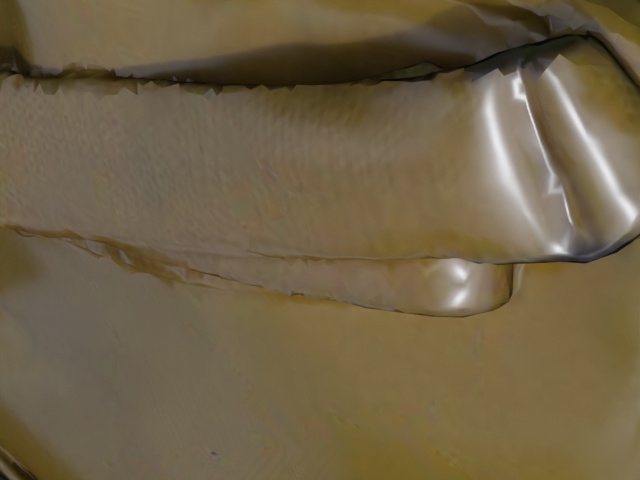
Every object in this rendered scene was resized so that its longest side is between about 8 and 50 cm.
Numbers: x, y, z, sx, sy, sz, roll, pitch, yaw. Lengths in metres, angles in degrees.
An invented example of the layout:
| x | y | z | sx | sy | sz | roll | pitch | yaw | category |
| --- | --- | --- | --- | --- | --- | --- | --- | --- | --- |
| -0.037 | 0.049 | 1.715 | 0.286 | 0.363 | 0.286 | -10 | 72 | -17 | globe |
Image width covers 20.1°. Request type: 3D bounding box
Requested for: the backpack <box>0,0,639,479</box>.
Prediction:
| x | y | z | sx | sy | sz | roll | pitch | yaw | category |
| --- | --- | --- | --- | --- | --- | --- | --- | --- | --- |
| -0.003 | 0.001 | 0.497 | 0.378 | 0.201 | 0.353 | 26 | 131 | 25 | backpack |
